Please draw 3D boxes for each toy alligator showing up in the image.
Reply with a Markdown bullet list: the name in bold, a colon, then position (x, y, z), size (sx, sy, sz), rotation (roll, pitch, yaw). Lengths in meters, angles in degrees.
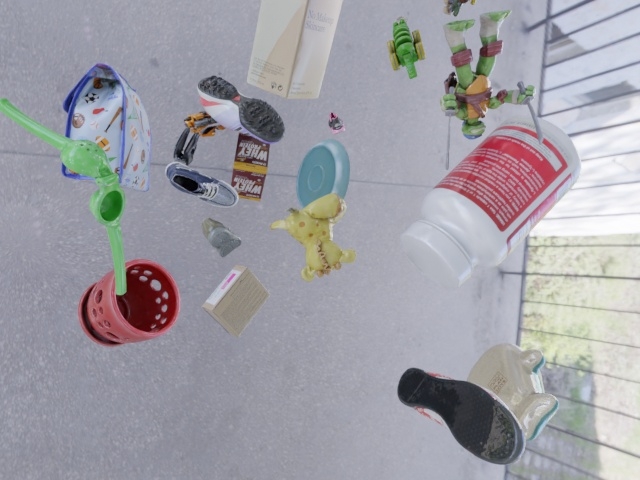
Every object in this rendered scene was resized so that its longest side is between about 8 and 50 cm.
- **toy alligator**: position (0.140, -0.350, 0.772), size (0.051, 0.056, 0.190), rotation (52, 29, -48)

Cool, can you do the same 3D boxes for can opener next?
- **can opener**: position (-0.371, -0.261, 1.239), size (0.059, 0.186, 0.073), rotation (17, 72, -17)

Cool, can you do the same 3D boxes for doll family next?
- **doll family**: position (0.321, -0.569, 0.945), size (0.075, 0.111, 0.193), rotation (3, 103, -7)

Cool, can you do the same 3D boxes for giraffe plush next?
- **giraffe plush**: position (0.000, 0.000, 1.088), size (0.210, 0.181, 0.171), rotation (-13, 74, -62)

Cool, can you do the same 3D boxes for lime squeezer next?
- **lime squeezer**: position (-0.325, -0.065, 0.622), size (0.109, 0.059, 0.311), rotation (-24, 106, 9)

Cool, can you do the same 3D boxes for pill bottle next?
- **pill bottle**: position (0.388, -0.084, 1.058), size (0.407, 0.229, 0.229), rotation (-42, 112, -12)

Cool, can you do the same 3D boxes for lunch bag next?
- **lunch bag**: position (-0.740, -0.385, 1.596), size (0.238, 0.328, 0.386), rotation (7, 92, -7)

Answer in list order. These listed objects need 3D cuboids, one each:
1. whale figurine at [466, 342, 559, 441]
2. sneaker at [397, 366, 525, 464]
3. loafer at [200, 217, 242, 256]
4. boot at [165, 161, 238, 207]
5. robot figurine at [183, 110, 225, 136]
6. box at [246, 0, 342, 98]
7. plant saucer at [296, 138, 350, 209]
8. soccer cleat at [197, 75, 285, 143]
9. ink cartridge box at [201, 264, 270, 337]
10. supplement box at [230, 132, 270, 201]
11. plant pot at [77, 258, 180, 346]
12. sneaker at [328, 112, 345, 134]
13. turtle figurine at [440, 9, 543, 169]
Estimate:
- **whale figurine**: position (0.434, 0.341, 0.987), size (0.141, 0.272, 0.216), rotation (35, 92, -6)
- **sneaker**: position (0.252, 0.279, 0.717), size (0.144, 0.270, 0.090), rotation (26, 80, -21)
- **loafer**: position (-0.330, -0.017, 1.498), size (0.094, 0.251, 0.087), rotation (-37, 77, -10)
- **boot**: position (-0.275, -0.118, 1.069), size (0.189, 0.086, 0.069), rotation (23, 103, -31)
- **robot figurine**: position (-0.354, -0.447, 1.658), size (0.290, 0.211, 0.085), rotation (-23, 117, -23)
- **box**: position (-0.048, -0.485, 0.996), size (0.148, 0.121, 0.311), rotation (-28, 140, -53)
- **plant saucer**: position (-0.005, -0.233, 1.720), size (0.043, 0.317, 0.318), rotation (8, 85, -36)
- **soccer cleat**: position (-0.225, -0.354, 1.299), size (0.318, 0.116, 0.108), rotation (36, 60, 19)
- **ink cartridge box**: position (-0.345, 0.249, 1.874), size (0.235, 0.088, 0.193), rotation (-53, 130, -26)
- **supplement box**: position (-0.282, -0.296, 1.807), size (0.129, 0.191, 0.194), rotation (9, 55, -11)
- **plant pot**: position (-0.467, 0.156, 1.093), size (0.191, 0.174, 0.191), rotation (34, 47, -45)
- **sneaker**: position (0.043, -0.356, 1.340), size (0.047, 0.119, 0.057), rotation (-25, 116, 3)
- **turtle figurine**: position (0.353, -0.325, 0.948), size (0.275, 0.197, 0.267), rotation (-63, 144, -55)
